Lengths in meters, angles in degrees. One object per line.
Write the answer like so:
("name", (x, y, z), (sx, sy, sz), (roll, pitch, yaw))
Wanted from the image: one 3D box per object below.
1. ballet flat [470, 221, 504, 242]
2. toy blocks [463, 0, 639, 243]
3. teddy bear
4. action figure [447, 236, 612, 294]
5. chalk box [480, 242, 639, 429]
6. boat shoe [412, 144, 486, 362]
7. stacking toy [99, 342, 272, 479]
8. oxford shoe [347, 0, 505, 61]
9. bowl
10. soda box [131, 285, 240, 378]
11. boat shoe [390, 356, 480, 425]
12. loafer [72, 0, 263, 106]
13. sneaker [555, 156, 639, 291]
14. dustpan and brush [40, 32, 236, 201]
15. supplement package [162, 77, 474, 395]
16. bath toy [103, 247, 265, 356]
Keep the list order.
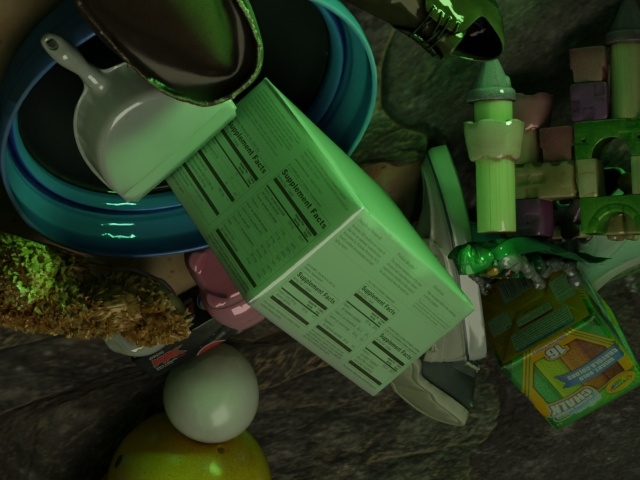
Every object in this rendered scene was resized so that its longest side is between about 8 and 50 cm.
("ballet flat", (0.113, 0.028, 2.189), (0.222, 0.077, 0.079), (-12, 163, -7))
("toy blocks", (0.327, -0.136, 1.984), (0.289, 0.260, 0.309), (-4, 176, 24))
("teddy bear", (-0.295, 0.054, 1.842), (0.338, 0.245, 0.113), (19, 86, -32))
("action figure", (0.210, 0.026, 1.999), (0.137, 0.063, 0.232), (-5, 174, 34))
("chalk box", (0.300, 0.132, 2.210), (0.132, 0.132, 0.213), (-33, 134, 13))
("boat shoe", (0.134, 0.021, 2.097), (0.088, 0.096, 0.267), (-10, 117, 1))
("stacking toy", (-0.175, 0.328, 2.299), (0.351, 0.350, 0.480), (-3, 122, -26))
("oxford shoe", (0.105, -0.233, 1.801), (0.227, 0.096, 0.083), (12, 135, -38))
("bowl", (-0.137, -0.134, 1.813), (0.391, 0.077, 0.391), (-15, 144, -11))
("soda box", (-0.146, 0.096, 2.138), (0.169, 0.053, 0.060), (-29, 145, 9))
("boat shoe", (0.117, 0.131, 2.328), (0.319, 0.116, 0.099), (47, 63, -47))
("loafer", (-0.167, -0.233, 1.532), (0.134, 0.130, 0.366), (-36, 127, 7))
("sneaker", (0.313, -0.009, 2.243), (0.151, 0.094, 0.256), (36, 130, -29))
("dustpan and brush", (-0.189, -0.132, 1.681), (0.147, 0.060, 0.211), (-40, 149, 8))
("supplement package", (0.000, 0.000, 1.807), (0.145, 0.204, 0.262), (-40, 143, 6))
("bath toy", (-0.088, 0.033, 2.035), (0.348, 0.129, 0.151), (-24, 102, -2))
